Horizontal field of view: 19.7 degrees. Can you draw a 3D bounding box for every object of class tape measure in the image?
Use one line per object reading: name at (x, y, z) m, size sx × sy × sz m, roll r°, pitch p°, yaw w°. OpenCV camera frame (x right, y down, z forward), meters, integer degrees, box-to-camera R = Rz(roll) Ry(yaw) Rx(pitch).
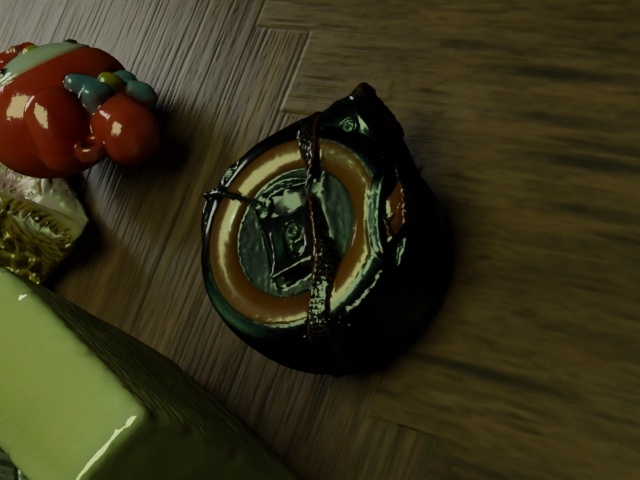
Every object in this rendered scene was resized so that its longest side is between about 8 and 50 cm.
tape measure at (0.000, 0.000, 1.521) m, size 0.202 × 0.135 × 0.223 m, roll -31°, pitch 54°, yaw 18°

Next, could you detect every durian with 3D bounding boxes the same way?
durian at (-0.359, -0.010, 1.924) m, size 0.305 × 0.186 × 0.195 m, roll 48°, pitch 128°, yaw 39°

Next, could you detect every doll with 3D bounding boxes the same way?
doll at (-0.260, -0.130, 1.849) m, size 0.161 × 0.129 × 0.290 m, roll -24°, pitch 29°, yaw -20°

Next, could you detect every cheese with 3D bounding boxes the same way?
cheese at (-0.159, 0.158, 1.512) m, size 0.124 × 0.242 × 0.265 m, roll -57°, pitch 42°, yaw 4°

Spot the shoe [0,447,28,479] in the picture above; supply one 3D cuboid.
shoe at (-0.309, 0.257, 1.741) m, size 0.106 × 0.092 × 0.207 m, roll -23°, pitch 55°, yaw 63°
